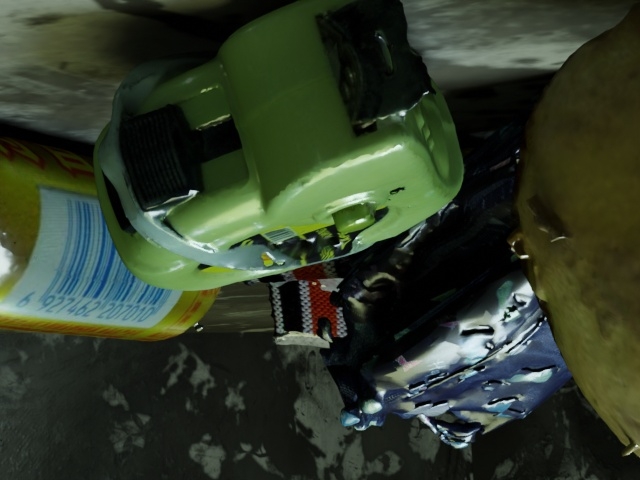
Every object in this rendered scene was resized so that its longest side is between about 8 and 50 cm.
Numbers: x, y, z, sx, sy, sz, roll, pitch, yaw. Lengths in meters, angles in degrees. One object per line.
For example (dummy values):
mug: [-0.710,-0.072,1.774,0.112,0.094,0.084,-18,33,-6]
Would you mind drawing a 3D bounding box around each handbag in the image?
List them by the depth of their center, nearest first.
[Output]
handbag: [0.117,0.012,0.835,0.260,0.113,0.162,-40,148,19]

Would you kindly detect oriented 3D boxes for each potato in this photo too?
potato: [0.221,0.021,0.565,0.239,0.299,0.116,-37,-149,6]

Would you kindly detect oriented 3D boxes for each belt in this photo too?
belt: [0.000,0.000,1.012,0.094,0.126,0.359,6,168,6]

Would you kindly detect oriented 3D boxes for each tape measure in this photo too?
tape measure: [-0.018,-0.041,0.665,0.175,0.106,0.200,-19,172,13]

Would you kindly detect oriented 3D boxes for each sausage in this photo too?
sausage: [-0.185,-0.004,0.867,0.125,0.117,0.317,-13,167,25]

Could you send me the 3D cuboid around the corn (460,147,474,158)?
corn: [0.119,-0.011,1.015,0.097,0.097,0.261,-6,174,26]
